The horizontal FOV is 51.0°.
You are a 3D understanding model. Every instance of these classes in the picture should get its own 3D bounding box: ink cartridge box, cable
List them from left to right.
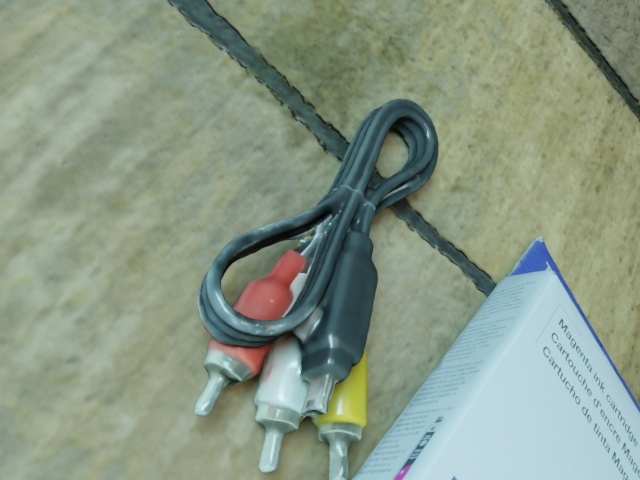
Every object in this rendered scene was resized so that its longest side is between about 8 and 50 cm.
[{"bbox_3d":[0.000,0.000,0.438,0.139,0.072,0.287,36,48,-23],"label":"cable"},{"bbox_3d":[0.197,0.197,0.475,0.330,0.071,0.324,-41,101,-40],"label":"ink cartridge box"}]
